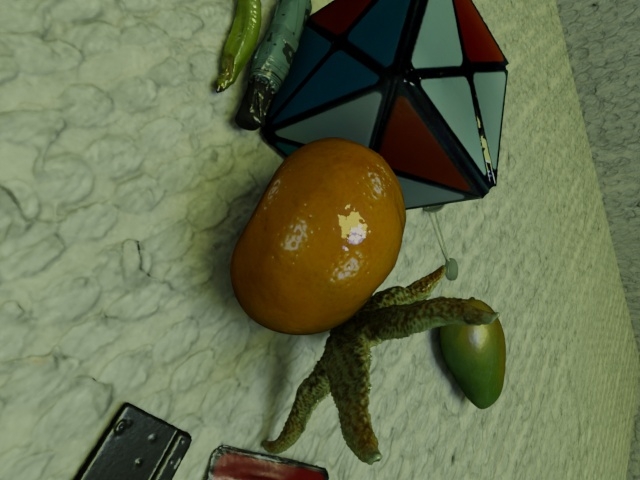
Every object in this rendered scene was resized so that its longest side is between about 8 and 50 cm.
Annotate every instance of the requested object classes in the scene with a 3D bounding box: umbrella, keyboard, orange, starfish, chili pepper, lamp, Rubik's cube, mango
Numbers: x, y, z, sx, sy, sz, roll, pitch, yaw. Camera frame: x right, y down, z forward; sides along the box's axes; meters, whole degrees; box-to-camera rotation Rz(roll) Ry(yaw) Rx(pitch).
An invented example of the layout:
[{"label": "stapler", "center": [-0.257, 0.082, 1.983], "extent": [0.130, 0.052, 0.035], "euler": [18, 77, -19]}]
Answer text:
[{"label": "umbrella", "center": [-0.066, -0.259, 0.602], "extent": [0.052, 0.053, 0.250], "euler": [34, 63, -38]}, {"label": "keyboard", "center": [-0.230, 0.315, 0.392], "extent": [0.101, 0.018, 0.309], "euler": [45, 56, -31]}, {"label": "orange", "center": [0.000, 0.000, 0.511], "extent": [0.171, 0.240, 0.240], "euler": [30, 62, -12]}, {"label": "starfish", "center": [0.066, 0.115, 0.522], "extent": [0.078, 0.358, 0.347], "euler": [48, 45, 3]}, {"label": "chili pepper", "center": [-0.103, -0.287, 0.576], "extent": [0.049, 0.043, 0.208], "euler": [26, 65, -67]}, {"label": "lamp", "center": [0.275, 0.000, 0.921], "extent": [0.050, 0.056, 0.198], "euler": [-45, 120, -42]}, {"label": "Rubik's cube", "center": [0.104, -0.206, 0.629], "extent": [0.250, 0.246, 0.248], "euler": [36, 62, -37]}, {"label": "mango", "center": [0.328, 0.236, 0.900], "extent": [0.156, 0.114, 0.251], "euler": [-48, 118, -46]}]

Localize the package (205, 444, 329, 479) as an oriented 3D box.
[{"label": "package", "center": [-0.083, 0.400, 0.506], "extent": [0.194, 0.071, 0.269], "euler": [37, 48, -39]}]
